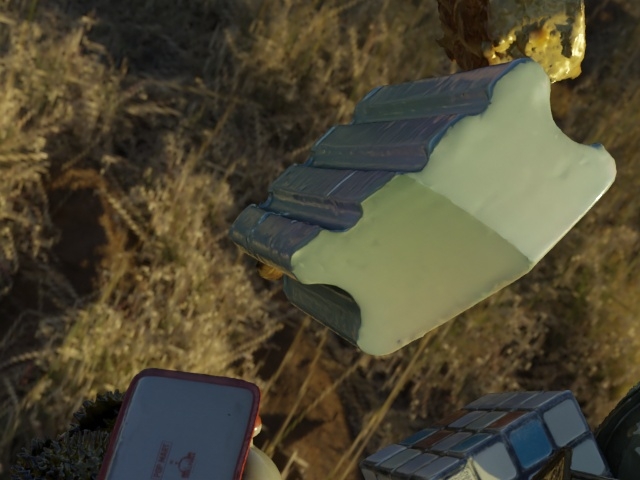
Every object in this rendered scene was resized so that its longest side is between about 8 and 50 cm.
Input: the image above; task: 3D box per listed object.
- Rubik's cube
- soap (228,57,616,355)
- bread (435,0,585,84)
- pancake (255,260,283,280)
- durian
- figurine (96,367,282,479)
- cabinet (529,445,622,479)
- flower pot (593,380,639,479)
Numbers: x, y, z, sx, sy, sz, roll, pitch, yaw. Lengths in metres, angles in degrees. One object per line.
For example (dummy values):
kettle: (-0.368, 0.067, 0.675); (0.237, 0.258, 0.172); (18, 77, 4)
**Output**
Rubik's cube: (0.247, 0.374, 1.561); (0.253, 0.259, 0.256); (-26, 91, -21)
soap: (0.048, -0.022, 0.729); (0.095, 0.173, 0.289); (47, -7, -12)
bread: (0.162, -0.244, 1.053); (0.114, 0.184, 0.274); (-9, 19, 2)
pancake: (0.000, 0.000, 1.410); (0.184, 0.190, 0.020); (-24, 74, -22)
durian: (-0.304, 0.346, 1.574); (0.293, 0.258, 0.258); (2, 27, 21)
figurine: (-0.107, 0.267, 1.203); (0.160, 0.226, 0.183); (4, 65, 26)
cabinet: (0.244, 0.294, 0.871); (0.175, 0.148, 0.215); (13, 61, 1)
flower pot: (0.532, 0.356, 1.519); (0.290, 0.290, 0.259); (14, 20, -18)
